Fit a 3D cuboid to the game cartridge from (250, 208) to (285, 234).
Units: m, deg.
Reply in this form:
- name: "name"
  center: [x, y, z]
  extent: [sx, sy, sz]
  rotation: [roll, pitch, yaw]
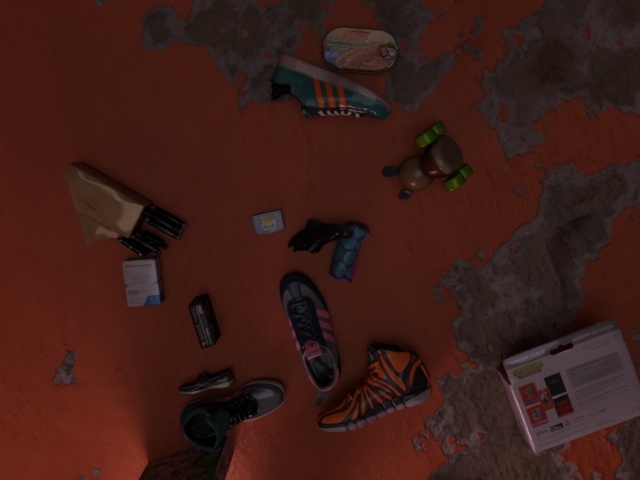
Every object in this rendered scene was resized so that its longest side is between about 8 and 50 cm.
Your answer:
- name: "game cartridge"
  center: [-0.135, -0.046, 1.550]
  extent: [0.083, 0.017, 0.056]
  rotation: [-13, 104, 3]

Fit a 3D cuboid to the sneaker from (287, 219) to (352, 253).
- name: "sneaker"
  center: [-0.001, -0.001, 1.508]
  extent: [0.170, 0.051, 0.089]
  rotation: [13, 73, 39]

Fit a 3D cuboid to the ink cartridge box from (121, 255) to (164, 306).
- name: "ink cartridge box"
  center: [-0.462, 0.105, 1.562]
  extent: [0.088, 0.052, 0.123]
  rotation: [-4, 101, 1]

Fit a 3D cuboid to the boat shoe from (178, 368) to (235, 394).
- name: "boat shoe"
  center: [-0.309, 0.379, 1.613]
  extent: [0.152, 0.056, 0.049]
  rotation: [-11, 95, -7]

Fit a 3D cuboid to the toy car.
- name: "toy car"
  center: [0.252, -0.176, 1.487]
  extent: [0.188, 0.149, 0.155]
  rotation: [-30, 96, 35]

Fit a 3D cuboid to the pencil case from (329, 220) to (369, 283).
- name: "pencil case"
  center: [0.074, 0.028, 1.535]
  extent: [0.070, 0.064, 0.152]
  rotation: [23, 102, 26]

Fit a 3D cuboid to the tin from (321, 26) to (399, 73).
- name: "tin"
  center: [0.096, -0.464, 1.462]
  extent: [0.189, 0.040, 0.106]
  rotation: [5, 104, 0]

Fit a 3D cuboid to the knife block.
- name: "knife block"
  center: [-0.482, -0.087, 1.510]
  extent: [0.242, 0.088, 0.276]
  rotation: [-14, 99, 2]

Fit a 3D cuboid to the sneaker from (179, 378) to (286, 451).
- name: "sneaker"
  center: [-0.237, 0.456, 1.559]
  extent: [0.295, 0.178, 0.124]
  rotation: [-18, 100, 3]

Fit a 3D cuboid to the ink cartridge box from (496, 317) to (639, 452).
- name: "ink cartridge box"
  center: [0.641, 0.356, 1.557]
  extent: [0.309, 0.130, 0.272]
  rotation: [-21, 98, 4]

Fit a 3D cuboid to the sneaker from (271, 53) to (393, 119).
- name: "sneaker"
  center: [0.022, -0.341, 1.454]
  extent: [0.302, 0.108, 0.121]
  rotation: [24, 101, 5]

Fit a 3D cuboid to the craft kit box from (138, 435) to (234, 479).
- name: "craft kit box"
  center: [-0.365, 0.626, 1.557]
  extent: [0.249, 0.246, 0.061]
  rotation: [-20, 101, 3]

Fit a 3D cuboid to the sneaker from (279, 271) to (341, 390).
- name: "sneaker"
  center: [-0.021, 0.237, 1.541]
  extent: [0.112, 0.131, 0.319]
  rotation: [-22, 99, 5]

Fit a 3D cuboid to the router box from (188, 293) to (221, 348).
- name: "router box"
  center: [-0.301, 0.209, 1.559]
  extent: [0.038, 0.092, 0.123]
  rotation: [-15, 99, 3]

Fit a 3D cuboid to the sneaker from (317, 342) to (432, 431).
- name: "sneaker"
  center: [0.123, 0.374, 1.582]
  extent: [0.321, 0.124, 0.180]
  rotation: [-21, 95, -7]
